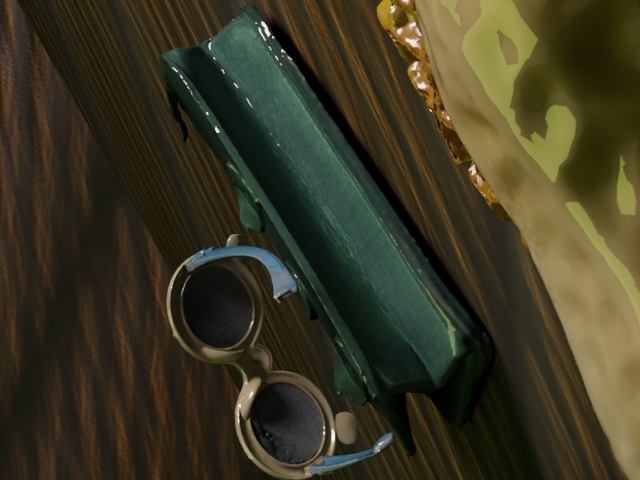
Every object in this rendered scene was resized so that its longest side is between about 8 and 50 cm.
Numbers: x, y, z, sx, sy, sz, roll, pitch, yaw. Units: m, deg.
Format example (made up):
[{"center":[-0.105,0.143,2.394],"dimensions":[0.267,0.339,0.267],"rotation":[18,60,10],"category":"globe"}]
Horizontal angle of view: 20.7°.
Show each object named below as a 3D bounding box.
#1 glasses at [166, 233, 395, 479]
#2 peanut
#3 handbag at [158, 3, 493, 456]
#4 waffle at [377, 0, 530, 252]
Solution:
[{"center":[-0.034,0.092,1.221],"dimensions":[0.190,0.088,0.220],"rotation":[60,173,-5],"category":"glasses"},{"center":[0.124,-0.027,0.526],"dimensions":[0.313,0.152,0.152],"rotation":[65,169,-8],"category":"peanut"},{"center":[-0.001,0.000,1.311],"dimensions":[0.326,0.089,0.238],"rotation":[56,172,17],"category":"handbag"},{"center":[0.088,-0.077,0.797],"dimensions":[0.232,0.051,0.228],"rotation":[60,169,-4],"category":"waffle"}]
